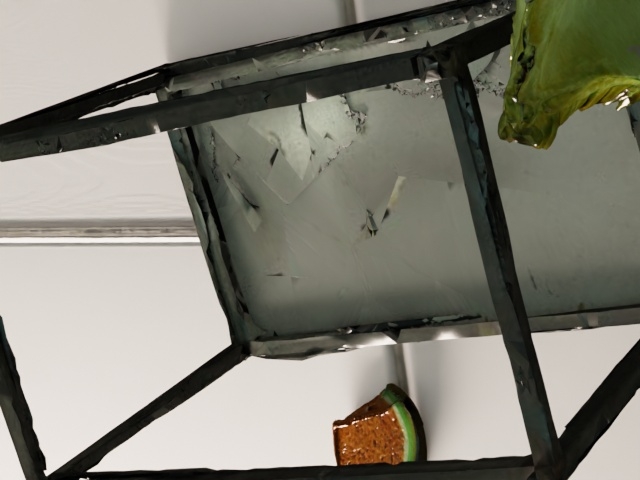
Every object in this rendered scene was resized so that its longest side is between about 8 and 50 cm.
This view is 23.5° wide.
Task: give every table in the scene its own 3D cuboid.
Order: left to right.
[{"bbox_3d":[0.000,0.000,0.867,0.335,0.272,0.222,-9,103,31],"label":"table"}]

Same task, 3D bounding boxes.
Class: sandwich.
[{"bbox_3d":[0.042,0.144,1.044,0.069,0.026,0.101,6,107,32],"label":"sandwich"}]

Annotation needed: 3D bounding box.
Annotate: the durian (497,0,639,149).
[{"bbox_3d":[0.201,-0.198,0.696,0.163,0.198,0.394,36,83,5],"label":"durian"}]
